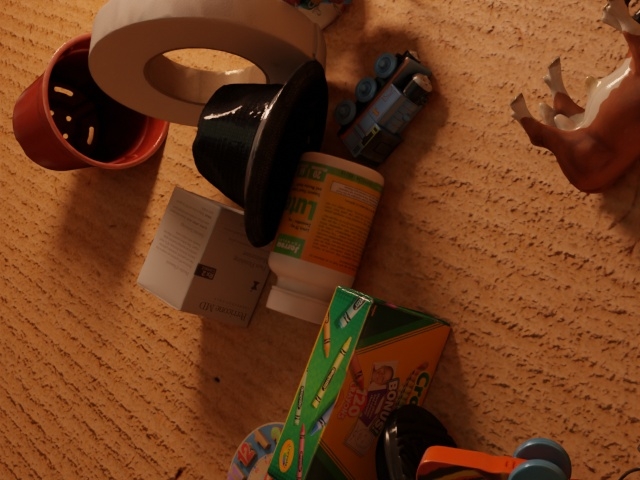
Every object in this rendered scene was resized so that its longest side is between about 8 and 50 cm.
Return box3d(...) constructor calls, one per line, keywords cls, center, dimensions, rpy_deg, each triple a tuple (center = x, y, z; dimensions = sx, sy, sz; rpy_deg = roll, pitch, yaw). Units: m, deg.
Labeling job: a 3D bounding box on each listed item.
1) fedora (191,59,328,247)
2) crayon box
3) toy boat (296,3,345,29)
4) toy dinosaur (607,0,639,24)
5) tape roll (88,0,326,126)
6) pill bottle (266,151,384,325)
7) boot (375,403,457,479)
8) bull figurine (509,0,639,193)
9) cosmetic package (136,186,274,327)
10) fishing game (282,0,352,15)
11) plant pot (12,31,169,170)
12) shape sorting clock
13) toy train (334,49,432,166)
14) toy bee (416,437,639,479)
box3d(cls="fedora", center=(-0.104, -0.149, 1.652), dimensions=(0.153, 0.334, 0.334), rpy_deg=(18, 88, 11))
box3d(cls="crayon box", center=(0.054, 0.217, 1.462), dimensions=(0.081, 0.165, 0.278), rpy_deg=(21, 91, 49))
box3d(cls="toy boat", center=(-0.048, -0.437, 1.877), dimensions=(0.231, 0.151, 0.151), rpy_deg=(-27, 27, 38))
box3d(cls="toy dinosaur", center=(0.428, -0.366, 1.360), dimensions=(0.160, 0.121, 0.313), rpy_deg=(-36, 45, 16))
box3d(cls="tape roll", center=(-0.182, -0.294, 1.752), dimensions=(0.392, 0.392, 0.072), rpy_deg=(-16, 63, 42))
box3d(cls="pill bottle", center=(0.000, 0.000, 1.628), dimensions=(0.136, 0.136, 0.245), rpy_deg=(13, 85, 49))
box3d(cls="boot", center=(0.071, 0.412, 1.393), dimensions=(0.260, 0.131, 0.348), rpy_deg=(-31, 55, 36))
box3d(cls="bull figurine", center=(0.382, -0.190, 1.284), dimensions=(0.188, 0.101, 0.310), rpy_deg=(45, 122, 4))
box3d(cls="cosmetic package", center=(-0.186, 0.029, 1.805), dimensions=(0.151, 0.151, 0.183), rpy_deg=(24, 93, 48))
box3d(cls="fishing game", center=(0.006, -0.381, 1.691), dimensions=(0.264, 0.189, 0.041), rpy_deg=(-9, 93, 2))
box3d(cls="plant pot", center=(-0.489, -0.259, 2.180), dimensions=(0.265, 0.272, 0.272), rpy_deg=(-10, 67, 53))
box3d(cls="shape sorting clock", center=(-0.075, 0.381, 1.629), dimensions=(0.206, 0.040, 0.206), rpy_deg=(-20, 61, 41))
box3d(cls="toy train", center=(0.101, -0.207, 1.653), dimensions=(0.184, 0.080, 0.105), rpy_deg=(-48, 55, 20))
box3d(cls="toy bee", center=(0.260, 0.316, 1.211), dimensions=(0.298, 0.195, 0.162), rpy_deg=(-1, 98, 36))
